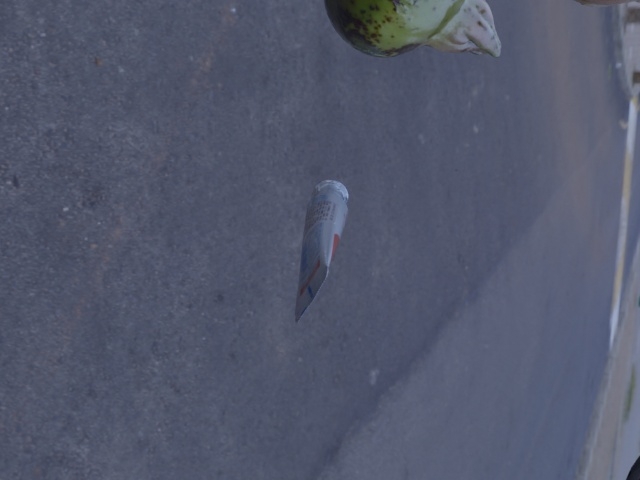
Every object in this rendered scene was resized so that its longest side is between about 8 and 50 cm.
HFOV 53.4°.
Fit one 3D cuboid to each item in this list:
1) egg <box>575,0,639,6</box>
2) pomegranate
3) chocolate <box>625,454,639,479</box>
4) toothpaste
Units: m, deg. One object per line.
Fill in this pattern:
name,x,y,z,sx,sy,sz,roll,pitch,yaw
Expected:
egg,0.256,-0.297,0.485,0.195,0.195,0.233,-43,164,-50
pomegranate,0.131,-0.336,0.870,0.276,0.222,0.204,53,52,-8
chocolate,0.300,0.169,0.339,0.177,0.224,0.206,83,-8,-52
toothpaste,0.000,0.000,0.818,0.089,0.057,0.234,-60,-170,34
